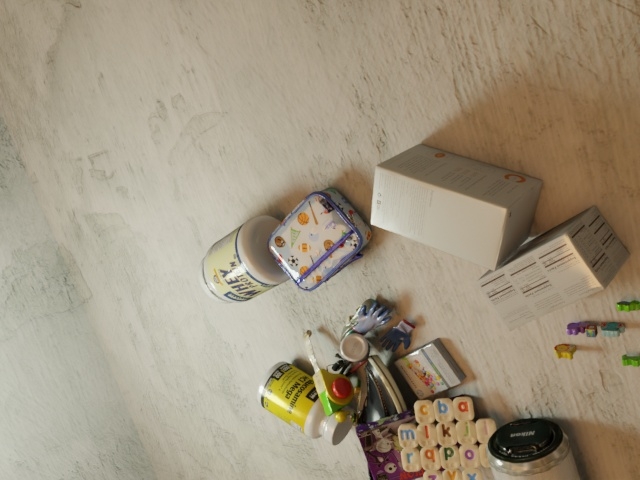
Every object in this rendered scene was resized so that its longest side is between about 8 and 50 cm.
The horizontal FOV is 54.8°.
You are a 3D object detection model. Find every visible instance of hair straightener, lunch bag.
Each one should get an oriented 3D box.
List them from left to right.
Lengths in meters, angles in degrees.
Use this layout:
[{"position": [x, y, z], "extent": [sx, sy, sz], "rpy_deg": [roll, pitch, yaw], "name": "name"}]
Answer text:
[{"position": [0.000, 0.000, 1.890], "extent": [0.303, 0.115, 0.243], "rpy_deg": [-43, 81, 29], "name": "lunch bag"}, {"position": [0.084, 0.423, 2.130], "extent": [0.089, 0.047, 0.230], "rpy_deg": [51, 139, 13], "name": "hair straightener"}]

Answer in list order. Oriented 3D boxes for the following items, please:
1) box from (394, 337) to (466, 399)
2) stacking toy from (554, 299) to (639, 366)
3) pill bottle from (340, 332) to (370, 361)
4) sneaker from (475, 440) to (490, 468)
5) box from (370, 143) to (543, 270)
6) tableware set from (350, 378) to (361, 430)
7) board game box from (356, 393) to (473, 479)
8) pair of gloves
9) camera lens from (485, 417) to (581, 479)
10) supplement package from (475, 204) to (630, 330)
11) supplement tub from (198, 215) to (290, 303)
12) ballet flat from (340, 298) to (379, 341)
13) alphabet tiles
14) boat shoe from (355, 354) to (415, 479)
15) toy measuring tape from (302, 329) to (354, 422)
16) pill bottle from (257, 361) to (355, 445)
[{"position": [0.333, 0.397, 1.899], "extent": [0.145, 0.038, 0.186], "rpy_deg": [55, 136, 4], "name": "box"}, {"position": [0.673, 0.216, 1.509], "extent": [0.221, 0.052, 0.166], "rpy_deg": [-1, 112, 39], "name": "stacking toy"}, {"position": [0.113, 0.345, 1.962], "extent": [0.087, 0.087, 0.160], "rpy_deg": [43, 175, 16], "name": "pill bottle"}, {"position": [0.528, 0.638, 1.833], "extent": [0.185, 0.069, 0.084], "rpy_deg": [43, 98, -11], "name": "sneaker"}, {"position": [0.329, -0.094, 1.527], "extent": [0.346, 0.215, 0.168], "rpy_deg": [23, 125, 31], "name": "box"}, {"position": [0.114, 0.536, 2.025], "extent": [0.024, 0.104, 0.154], "rpy_deg": [6, 113, 2], "name": "tableware set"}, {"position": [0.305, 0.618, 1.888], "extent": [0.347, 0.056, 0.208], "rpy_deg": [-19, 105, 6], "name": "board game box"}, {"position": [0.200, 0.271, 1.914], "extent": [0.198, 0.023, 0.159], "rpy_deg": [30, 133, -4], "name": "pair of gloves"}, {"position": [0.587, 0.643, 1.676], "extent": [0.220, 0.219, 0.274], "rpy_deg": [-10, 104, 43], "name": "camera lens"}, {"position": [0.537, 0.066, 1.435], "extent": [0.262, 0.204, 0.145], "rpy_deg": [-38, 84, 45], "name": "supplement package"}, {"position": [-0.249, 0.076, 2.096], "extent": [0.325, 0.235, 0.235], "rpy_deg": [-29, 91, 45], "name": "supplement tub"}, {"position": [0.123, 0.258, 2.000], "extent": [0.213, 0.072, 0.068], "rpy_deg": [-52, 48, 42], "name": "ballet flat"}, {"position": [0.376, 0.601, 1.813], "extent": [0.285, 0.021, 0.277], "rpy_deg": [-8, 89, 14], "name": "alphabet tiles"}, {"position": [0.196, 0.605, 2.007], "extent": [0.187, 0.156, 0.499], "rpy_deg": [-129, 26, -65], "name": "boat shoe"}, {"position": [0.036, 0.458, 2.112], "extent": [0.121, 0.122, 0.329], "rpy_deg": [-47, 53, 44], "name": "toy measuring tape"}, {"position": [-0.050, 0.588, 2.221], "extent": [0.334, 0.188, 0.187], "rpy_deg": [24, 125, 30], "name": "pill bottle"}]
